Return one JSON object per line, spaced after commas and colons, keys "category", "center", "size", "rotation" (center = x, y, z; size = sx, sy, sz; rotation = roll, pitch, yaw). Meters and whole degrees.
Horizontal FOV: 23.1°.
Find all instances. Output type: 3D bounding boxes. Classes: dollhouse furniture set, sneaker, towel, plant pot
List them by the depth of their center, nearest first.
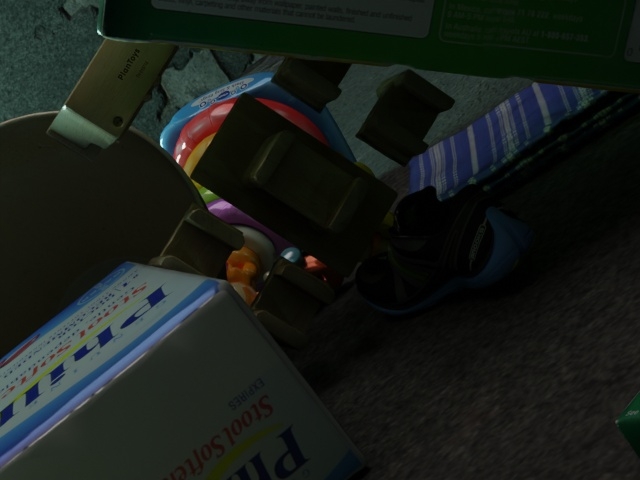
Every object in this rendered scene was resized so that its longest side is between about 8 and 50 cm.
{"category": "sneaker", "center": [0.078, 0.001, 1.092], "size": [0.067, 0.078, 0.188], "rotation": [-43, 7, -27]}
{"category": "dollhouse furniture set", "center": [-0.067, -0.066, 1.156], "size": [0.212, 0.242, 0.161], "rotation": [-59, 11, -8]}
{"category": "plant pot", "center": [-0.197, 0.056, 1.307], "size": [0.284, 0.284, 0.191], "rotation": [-36, -20, 2]}
{"category": "towel", "center": [0.210, -0.128, 1.326], "size": [0.336, 0.040, 0.243], "rotation": [-33, 12, 13]}

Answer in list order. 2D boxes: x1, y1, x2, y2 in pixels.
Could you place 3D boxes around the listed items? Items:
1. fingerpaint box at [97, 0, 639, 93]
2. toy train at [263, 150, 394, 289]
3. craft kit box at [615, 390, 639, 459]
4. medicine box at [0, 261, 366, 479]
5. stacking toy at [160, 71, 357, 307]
{"category": "fingerpaint box", "center": [0.074, -0.240, 1.090], "size": [0.445, 0.163, 0.371], "rotation": [5, 21, -9]}
{"category": "toy train", "center": [0.000, 0.000, 1.254], "size": [0.125, 0.166, 0.046], "rotation": [-12, 50, 9]}
{"category": "craft kit box", "center": [0.275, 0.004, 0.614], "size": [0.247, 0.061, 0.250], "rotation": [-40, 13, -32]}
{"category": "medicine box", "center": [-0.153, 0.152, 0.999], "size": [0.263, 0.149, 0.289], "rotation": [-39, 12, -14]}
{"category": "stacking toy", "center": [-0.072, -0.010, 1.466], "size": [0.175, 0.165, 0.302], "rotation": [-21, 31, 20]}
